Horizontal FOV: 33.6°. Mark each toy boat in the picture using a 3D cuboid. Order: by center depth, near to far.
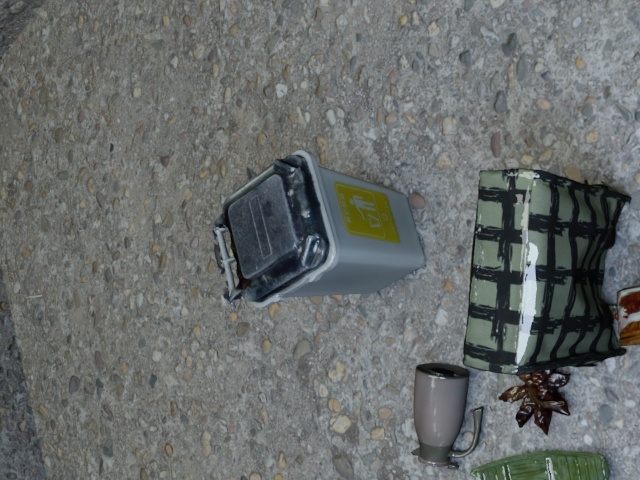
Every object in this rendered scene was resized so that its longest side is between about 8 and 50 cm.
[{"bbox_3d":[0.401,0.427,1.905,0.293,0.055,0.093,-21,72,44],"label":"toy boat"}]

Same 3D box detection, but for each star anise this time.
[{"bbox_3d":[0.393,0.270,1.924,0.168,0.057,0.168,-13,74,53],"label":"star anise"}]

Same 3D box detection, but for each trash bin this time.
[{"bbox_3d":[0.000,0.000,2.116,0.296,0.367,0.256,-34,63,37],"label":"trash bin"}]

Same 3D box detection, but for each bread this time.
[{"bbox_3d":[0.565,0.118,1.634,0.211,0.224,0.143,-9,82,23],"label":"bread"}]

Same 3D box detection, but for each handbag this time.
[{"bbox_3d":[0.383,0.052,1.752,0.162,0.327,0.325,6,92,47],"label":"handbag"}]

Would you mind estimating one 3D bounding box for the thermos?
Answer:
[{"bbox_3d":[0.244,0.346,2.048,0.137,0.105,0.193,6,97,15],"label":"thermos"}]
